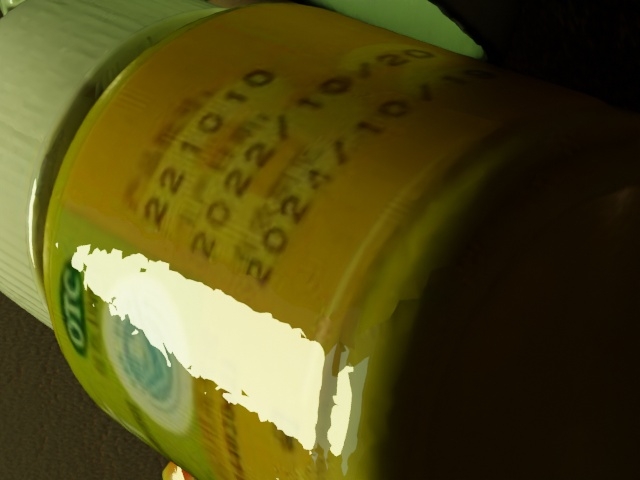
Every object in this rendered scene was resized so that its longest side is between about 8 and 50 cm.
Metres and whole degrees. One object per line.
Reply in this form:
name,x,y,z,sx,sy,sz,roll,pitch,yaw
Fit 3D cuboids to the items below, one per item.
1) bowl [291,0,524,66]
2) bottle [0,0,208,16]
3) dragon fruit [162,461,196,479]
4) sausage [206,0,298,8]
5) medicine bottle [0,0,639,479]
bowl,-0.030,-0.238,0.763,0.185,0.354,0.354,-60,17,1
bottle,-0.185,-0.304,1.509,0.229,0.229,0.351,89,168,-52
dragon fruit,0.010,0.056,1.048,0.243,0.228,0.307,54,-124,-77
sausage,-0.024,-0.115,1.236,0.253,0.123,0.123,-139,35,-71
medicine bottle,-0.011,0.005,0.781,0.384,0.224,0.224,27,135,47
